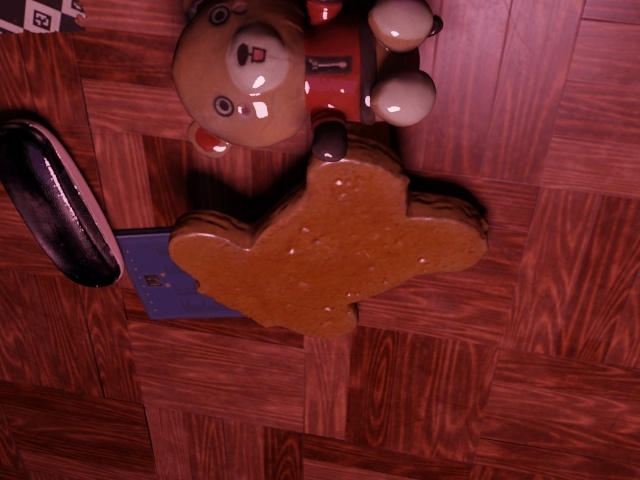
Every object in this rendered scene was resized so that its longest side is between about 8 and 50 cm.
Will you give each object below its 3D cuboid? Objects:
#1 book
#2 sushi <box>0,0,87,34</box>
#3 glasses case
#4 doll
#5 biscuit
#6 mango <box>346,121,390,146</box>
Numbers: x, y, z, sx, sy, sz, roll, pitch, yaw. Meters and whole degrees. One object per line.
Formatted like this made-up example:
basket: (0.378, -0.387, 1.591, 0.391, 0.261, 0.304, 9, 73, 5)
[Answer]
book: (-0.195, 0.056, 1.362, 0.270, 0.025, 0.190, -3, 128, 17)
sushi: (-0.462, -0.383, 1.042, 0.264, 0.050, 0.289, 2, 131, 13)
glasses case: (-0.415, -0.051, 1.289, 0.122, 0.075, 0.314, -3, 126, 29)
doll: (-0.019, -0.217, 0.999, 0.330, 0.174, 0.234, 1, 99, 11)
biscuit: (0.000, 0.000, 1.189, 0.368, 0.076, 0.394, 30, 132, -34)
mango: (0.057, -0.135, 1.109, 0.080, 0.060, 0.114, -10, 135, 29)
